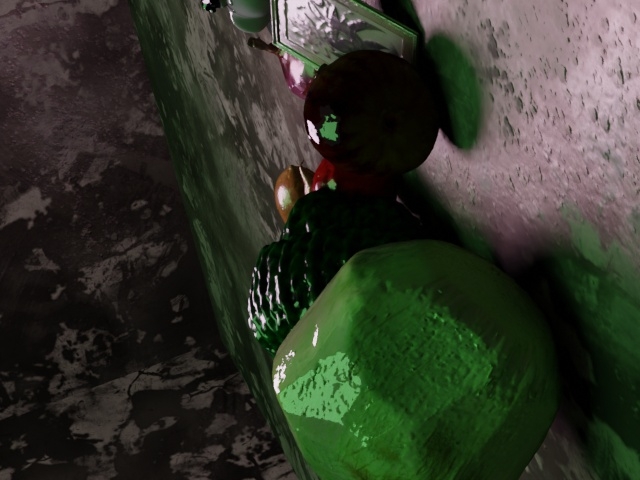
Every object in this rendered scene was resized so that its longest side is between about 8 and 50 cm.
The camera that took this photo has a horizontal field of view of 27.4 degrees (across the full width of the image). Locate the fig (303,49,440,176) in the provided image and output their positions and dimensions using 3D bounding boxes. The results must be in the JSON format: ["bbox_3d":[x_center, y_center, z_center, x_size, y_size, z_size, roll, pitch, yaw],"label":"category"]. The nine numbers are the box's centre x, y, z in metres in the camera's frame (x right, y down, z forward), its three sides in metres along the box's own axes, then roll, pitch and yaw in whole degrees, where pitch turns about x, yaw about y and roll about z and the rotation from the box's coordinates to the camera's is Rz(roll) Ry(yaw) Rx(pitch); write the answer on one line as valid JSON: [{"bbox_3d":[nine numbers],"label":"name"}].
[{"bbox_3d":[0.040,-0.153,1.572,0.149,0.202,0.148,16,-97,-58],"label":"fig"}]

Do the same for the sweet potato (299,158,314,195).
[{"bbox_3d":[0.012,-0.047,2.162,0.194,0.056,0.056,61,170,-10],"label":"sweet potato"}]

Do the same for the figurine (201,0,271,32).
[{"bbox_3d":[-0.070,-0.349,1.721,0.126,0.192,0.147,-118,10,-50],"label":"figurine"}]

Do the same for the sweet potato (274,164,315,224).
[{"bbox_3d":[0.000,0.001,2.241,0.291,0.097,0.097,66,169,-15],"label":"sweet potato"}]

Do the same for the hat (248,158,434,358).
[{"bbox_3d":[0.052,0.008,1.753,0.242,0.274,0.332,116,162,-60],"label":"hat"}]

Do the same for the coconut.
[{"bbox_3d":[0.101,0.166,1.482,0.281,0.329,0.328,-90,-12,-61],"label":"coconut"}]

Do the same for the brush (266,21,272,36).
[{"bbox_3d":[-0.053,-0.370,1.934,0.197,0.059,0.123,87,158,-54],"label":"brush"}]

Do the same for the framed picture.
[{"bbox_3d":[0.027,-0.250,1.637,0.231,0.010,0.173,32,152,22],"label":"framed picture"}]

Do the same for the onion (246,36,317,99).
[{"bbox_3d":[-0.036,-0.265,1.839,0.150,0.140,0.150,31,125,59],"label":"onion"}]
